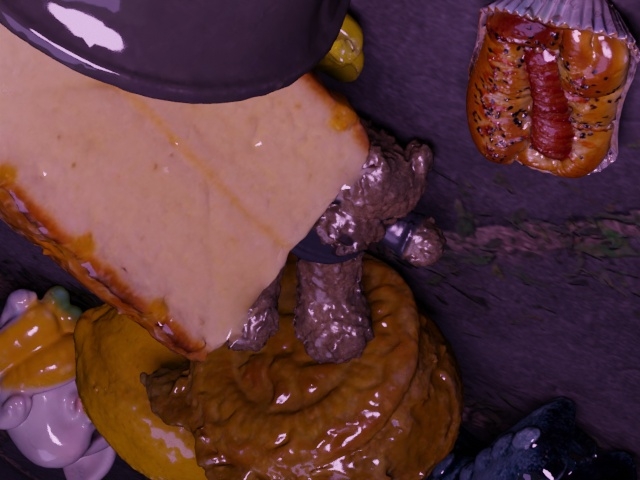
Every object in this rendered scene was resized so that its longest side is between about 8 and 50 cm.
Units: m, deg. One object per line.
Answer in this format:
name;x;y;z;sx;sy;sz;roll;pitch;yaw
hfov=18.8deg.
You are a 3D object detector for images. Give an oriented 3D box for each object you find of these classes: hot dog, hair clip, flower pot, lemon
hot dog;0.142;-0.097;1.213;0.108;0.059;0.191;19;155;10
hair clip;-0.033;-0.166;1.271;0.173;0.046;0.072;42;158;-28
flower pot;-0.065;-0.222;0.978;0.269;0.269;0.166;32;135;-10
hair clip;0.143;0.258;1.794;0.194;0.206;0.310;42;156;-22
lemon;-0.116;0.137;1.842;0.260;0.204;0.204;29;158;1

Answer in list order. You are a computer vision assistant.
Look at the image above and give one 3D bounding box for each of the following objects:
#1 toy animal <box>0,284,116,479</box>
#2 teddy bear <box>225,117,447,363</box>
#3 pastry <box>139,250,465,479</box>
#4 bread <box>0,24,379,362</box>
toy animal;-0.332;0.169;2.173;0.310;0.183;0.247;11;158;-16
teddy bear;-0.005;-0.015;1.478;0.182;0.129;0.251;3;143;-26
pastry;0.001;0.130;1.641;0.240;0.235;0.132;44;178;42
bread;-0.154;-0.100;1.274;0.279;0.207;0.279;43;175;-29
